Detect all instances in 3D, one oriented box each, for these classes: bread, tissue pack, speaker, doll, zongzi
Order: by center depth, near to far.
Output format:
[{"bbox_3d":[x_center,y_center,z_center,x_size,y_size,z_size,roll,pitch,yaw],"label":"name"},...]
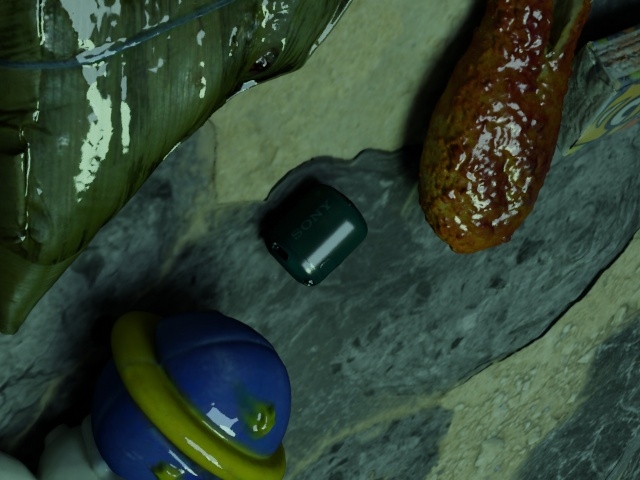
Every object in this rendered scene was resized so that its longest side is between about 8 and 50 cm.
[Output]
[{"bbox_3d":[-0.092,-0.088,0.705,0.251,0.125,0.274,-16,123,-31],"label":"zongzi"},{"bbox_3d":[-0.108,0.179,0.922,0.242,0.159,0.311,-48,146,-1],"label":"doll"},{"bbox_3d":[-0.003,-0.003,0.956,0.075,0.060,0.094,-43,178,-5],"label":"speaker"},{"bbox_3d":[0.159,-0.111,0.976,0.139,0.095,0.268,1,118,-53],"label":"bread"},{"bbox_3d":[0.282,-0.148,1.066,0.148,0.060,0.108,-24,161,-28],"label":"tissue pack"}]
